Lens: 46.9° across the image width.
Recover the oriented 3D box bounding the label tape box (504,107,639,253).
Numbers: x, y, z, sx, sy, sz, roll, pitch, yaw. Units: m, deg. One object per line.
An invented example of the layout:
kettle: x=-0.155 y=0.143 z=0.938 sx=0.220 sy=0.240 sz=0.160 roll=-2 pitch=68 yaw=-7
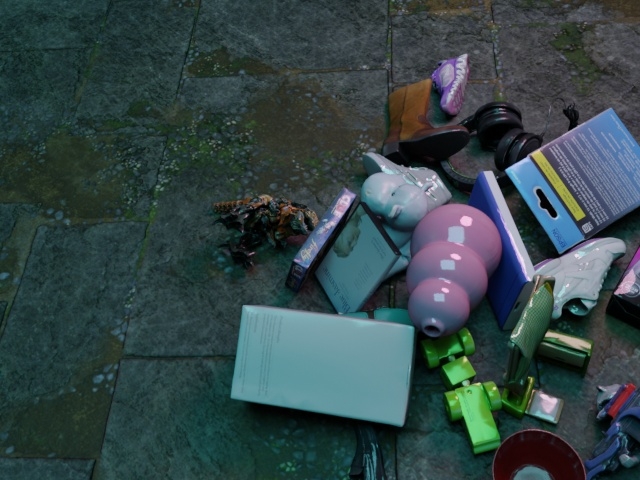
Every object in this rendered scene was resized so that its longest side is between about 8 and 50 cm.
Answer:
label tape box: x=0.651 y=-0.140 z=1.858 sx=0.347 sy=0.115 sz=0.249 roll=-30 pitch=80 yaw=-12

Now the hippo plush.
hippo plush: x=0.174 y=-0.029 z=1.810 sx=0.294 sy=0.236 sz=0.234 roll=36 pitch=66 yaw=28

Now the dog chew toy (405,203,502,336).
dog chew toy: x=0.281 y=0.073 z=1.618 sx=0.206 sy=0.207 sz=0.332 roll=11 pitch=46 yaw=15

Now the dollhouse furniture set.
dollhouse furniture set: x=0.482 y=0.237 z=1.541 sx=0.151 sy=0.301 sz=0.198 roll=17 pitch=56 yaw=21

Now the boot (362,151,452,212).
boot: x=0.235 y=-0.164 z=1.999 sx=0.123 sy=0.095 sz=0.258 roll=-32 pitch=65 yaw=-22

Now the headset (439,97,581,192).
headset: x=0.522 y=-0.259 z=2.019 sx=0.394 sy=0.185 sz=0.243 roll=-27 pitch=51 yaw=6

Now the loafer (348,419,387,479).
loafer: x=0.096 y=0.481 z=1.557 sx=0.078 sy=0.076 sz=0.223 roll=-8 pitch=58 yaw=-8

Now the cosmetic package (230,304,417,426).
cosmetic package: x=0.014 y=0.267 z=1.627 sx=0.385 sy=0.156 sz=0.217 roll=8 pitch=87 yaw=10

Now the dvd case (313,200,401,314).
dvd case: x=0.082 y=0.057 z=1.777 sx=0.022 sy=0.253 sz=0.180 roll=1 pitch=44 yaw=-39

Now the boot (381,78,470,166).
boot: x=0.300 y=-0.344 z=2.079 sx=0.264 sy=0.096 sz=0.280 roll=-20 pitch=43 yaw=36

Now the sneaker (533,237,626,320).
sneaker: x=0.613 y=0.093 z=1.737 sx=0.305 sy=0.114 sz=0.152 roll=-22 pitch=72 yaw=-23

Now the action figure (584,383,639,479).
action figure: x=0.677 y=0.436 z=1.505 sx=0.341 sy=0.178 sz=0.330 roll=-48 pitch=51 yaw=10

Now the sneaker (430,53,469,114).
sneaker: x=0.374 y=-0.460 z=2.187 sx=0.104 sy=0.095 sz=0.236 roll=5 pitch=51 yaw=19

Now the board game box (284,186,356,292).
board game box: x=0.000 y=0.000 z=1.851 sx=0.042 sy=0.165 sz=0.243 roll=32 pitch=65 yaw=5

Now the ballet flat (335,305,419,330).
ballet flat: x=0.123 y=0.207 z=1.748 sx=0.241 sy=0.077 sz=0.091 roll=-1 pitch=48 yaw=4

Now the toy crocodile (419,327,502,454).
toy crocodile: x=0.309 y=0.307 z=1.646 sx=0.115 sy=0.105 sz=0.341 roll=-18 pitch=61 yaw=-6

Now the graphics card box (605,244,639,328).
graphics card box: x=0.863 y=0.068 z=1.743 sx=0.232 sy=0.094 sz=0.371 roll=29 pitch=64 yaw=24

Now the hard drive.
hard drive: x=0.419 y=0.023 z=1.757 sx=0.040 sy=0.210 sz=0.319 roll=-6 pitch=54 yaw=-9

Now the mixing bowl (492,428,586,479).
mixing bowl: x=0.437 y=0.488 z=1.496 sx=0.181 sy=0.098 sz=0.181 roll=-4 pitch=54 yaw=5

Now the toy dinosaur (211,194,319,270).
toy dinosaur: x=-0.159 y=-0.047 z=1.947 sx=0.322 sy=0.164 sz=0.218 roll=-8 pitch=27 yaw=47
